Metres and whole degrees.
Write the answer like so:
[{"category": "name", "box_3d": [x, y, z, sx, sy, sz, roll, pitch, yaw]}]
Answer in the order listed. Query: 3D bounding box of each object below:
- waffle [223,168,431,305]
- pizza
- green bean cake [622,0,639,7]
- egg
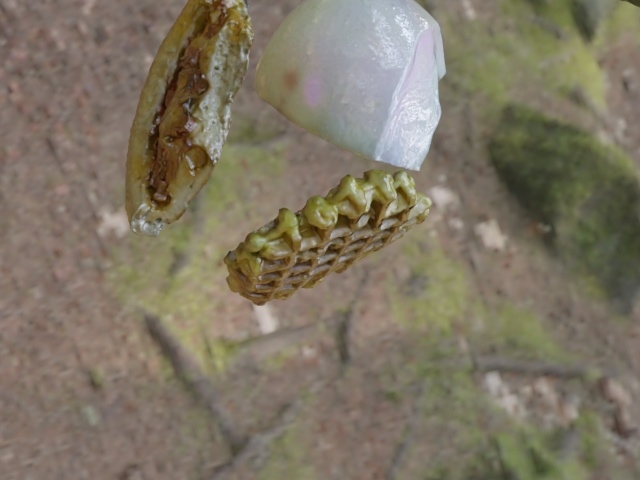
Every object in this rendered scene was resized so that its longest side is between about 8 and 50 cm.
[{"category": "waffle", "box_3d": [0.004, -0.002, 1.400, 0.191, 0.191, 0.038, -10, 68, -51]}, {"category": "pizza", "box_3d": [-0.120, -0.129, 1.611, 0.056, 0.134, 0.271, 28, 78, -29]}, {"category": "green bean cake", "box_3d": [0.263, -0.323, 1.407, 0.250, 0.156, 0.247, 56, 38, -4]}, {"category": "egg", "box_3d": [0.044, -0.206, 1.954, 0.206, 0.161, 0.271, 21, 16, -3]}]
